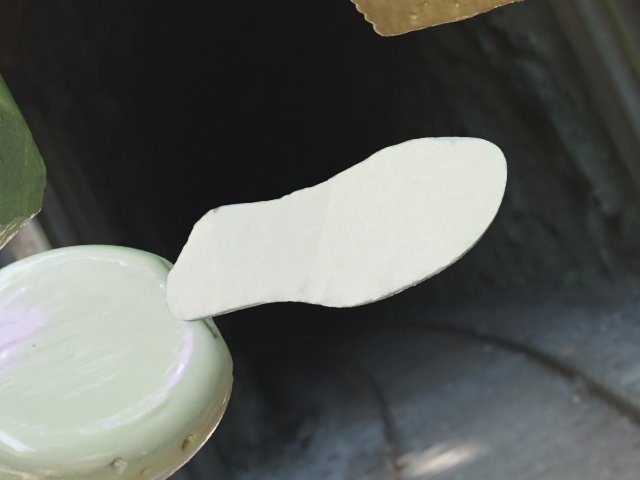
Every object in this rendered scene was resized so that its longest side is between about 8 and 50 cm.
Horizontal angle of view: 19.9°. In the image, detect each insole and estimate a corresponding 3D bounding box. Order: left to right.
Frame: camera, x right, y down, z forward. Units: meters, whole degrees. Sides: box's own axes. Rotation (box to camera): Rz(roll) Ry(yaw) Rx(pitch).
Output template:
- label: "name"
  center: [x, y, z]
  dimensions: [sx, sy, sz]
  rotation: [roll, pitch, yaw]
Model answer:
- label: "insole"
  center: [0.000, 0.000, 0.707]
  dimensions: [0.004, 0.065, 0.197]
  rotation: [28, -28, -34]

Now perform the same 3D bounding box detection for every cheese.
- label: "cheese"
  center: [-0.157, 0.083, 0.897]
  dimensions: [0.227, 0.137, 0.064]
  rotation: [-23, -29, -22]

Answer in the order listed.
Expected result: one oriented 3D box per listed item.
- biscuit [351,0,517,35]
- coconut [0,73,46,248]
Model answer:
- label: "biscuit"
  center: [0.065, -0.258, 1.488]
  dimensions: [0.160, 0.030, 0.249]
  rotation: [-14, -35, 27]
- label: "coconut"
  center: [-0.363, -0.066, 1.362]
  dimensions: [0.328, 0.281, 0.328]
  rotation: [-6, -44, -6]
